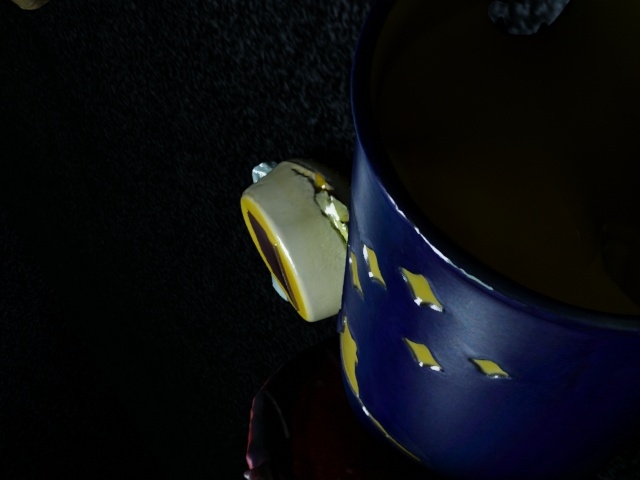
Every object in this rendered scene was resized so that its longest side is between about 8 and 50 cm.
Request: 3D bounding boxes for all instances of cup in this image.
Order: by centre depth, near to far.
[{"bbox_3d":[0.103,-0.026,0.471,0.178,0.255,0.256,13,153,4],"label":"cup"}]

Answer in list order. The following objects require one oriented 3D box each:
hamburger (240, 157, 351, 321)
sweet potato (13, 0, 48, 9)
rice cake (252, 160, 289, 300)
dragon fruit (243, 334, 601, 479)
[{"bbox_3d":[0.000,0.000,0.773,0.127,0.081,0.141,67,168,-23],"label":"hamburger"},{"bbox_3d":[-0.317,-0.331,0.976,0.286,0.085,0.112,65,-167,-52],"label":"sweet potato"},{"bbox_3d":[-0.035,-0.005,0.911,0.033,0.029,0.171,48,158,35],"label":"rice cake"},{"bbox_3d":[0.065,0.164,0.569,0.282,0.100,0.343,18,-158,-31],"label":"dragon fruit"}]
